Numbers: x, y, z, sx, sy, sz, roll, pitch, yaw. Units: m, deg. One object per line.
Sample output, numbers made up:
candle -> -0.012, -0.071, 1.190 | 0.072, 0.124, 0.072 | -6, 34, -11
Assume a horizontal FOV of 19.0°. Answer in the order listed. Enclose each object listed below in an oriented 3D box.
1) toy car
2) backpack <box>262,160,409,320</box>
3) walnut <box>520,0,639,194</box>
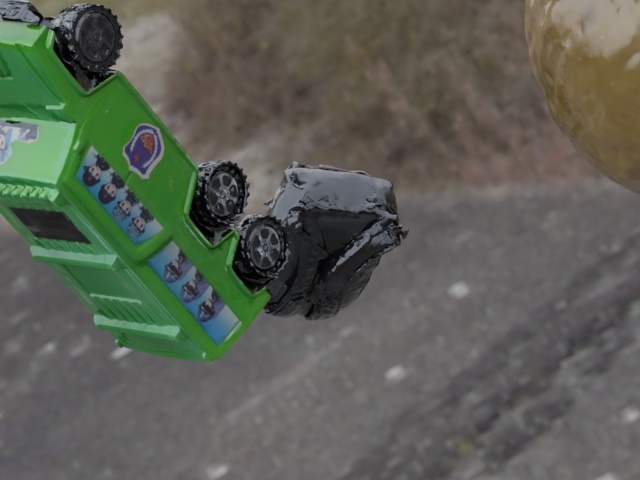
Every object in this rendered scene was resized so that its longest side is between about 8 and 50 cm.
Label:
toy car -> -0.081, -0.021, 0.709 | 0.071, 0.165, 0.062 | 5, 54, 41
backpack -> -0.004, 0.000, 1.760 | 0.165, 0.120, 0.106 | 126, 147, -48
walnut -> 0.277, -0.175, 1.344 | 0.333, 0.333, 0.333 | -29, 13, 7
